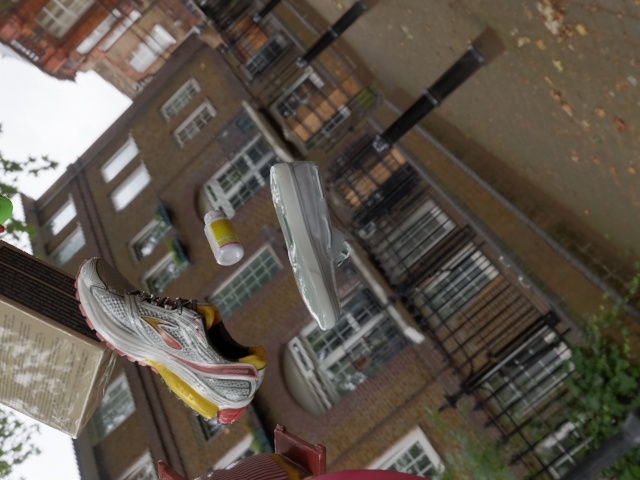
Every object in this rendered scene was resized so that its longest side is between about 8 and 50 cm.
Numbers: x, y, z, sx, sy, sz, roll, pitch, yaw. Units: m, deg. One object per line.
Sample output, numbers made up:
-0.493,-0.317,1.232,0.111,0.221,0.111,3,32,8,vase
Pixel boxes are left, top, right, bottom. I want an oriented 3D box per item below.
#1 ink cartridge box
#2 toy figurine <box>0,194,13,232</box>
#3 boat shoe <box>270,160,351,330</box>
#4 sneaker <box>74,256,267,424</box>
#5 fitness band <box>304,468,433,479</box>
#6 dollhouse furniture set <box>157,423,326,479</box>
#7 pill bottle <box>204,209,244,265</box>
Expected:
-0.370,0.137,0.875,0.193,0.235,0.088,28,-139,-4,ink cartridge box
-0.588,0.003,1.187,0.130,0.173,0.159,-18,-114,-37,toy figurine
0.000,0.000,0.869,0.079,0.081,0.228,137,117,-72,boat shoe
-0.152,0.087,0.693,0.225,0.093,0.088,37,-169,-2,sneaker
0.073,0.228,0.291,0.290,0.209,0.054,30,-155,13,fitness band
-0.021,0.363,0.792,0.201,0.152,0.374,-7,-173,-38,dollhouse furniture set
-0.147,-0.006,0.997,0.043,0.043,0.083,36,-158,-54,pill bottle
